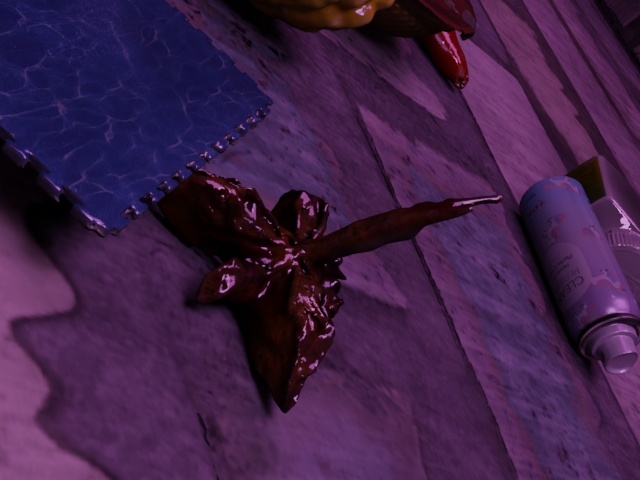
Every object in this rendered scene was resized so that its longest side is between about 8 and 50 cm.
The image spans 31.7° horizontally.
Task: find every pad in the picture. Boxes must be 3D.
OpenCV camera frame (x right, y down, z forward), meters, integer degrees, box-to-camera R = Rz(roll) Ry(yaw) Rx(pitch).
[{"bbox_3d":[-0.156,-0.132,0.605,0.269,0.012,0.269,43,24,-4],"label":"pad"}]

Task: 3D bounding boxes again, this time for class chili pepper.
[{"bbox_3d":[0.117,-0.300,1.351,0.071,0.063,0.272,4,55,-45],"label":"chili pepper"}]

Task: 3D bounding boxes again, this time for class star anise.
[{"bbox_3d":[0.003,-0.004,0.626,0.140,0.144,0.158,-7,64,-55],"label":"star anise"}]

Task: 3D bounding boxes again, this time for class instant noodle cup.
[{"bbox_3d":[0.045,-0.294,1.160,0.274,0.091,0.274,42,26,-25],"label":"instant noodle cup"}]

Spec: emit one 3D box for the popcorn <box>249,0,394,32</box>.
[{"bbox_3d":[-0.027,-0.265,0.916,0.203,0.226,0.200,117,-18,-75],"label":"popcorn"}]

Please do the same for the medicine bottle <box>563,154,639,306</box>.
[{"bbox_3d":[0.341,-0.002,1.324,0.132,0.088,0.188,47,24,-16],"label":"medicine bottle"}]

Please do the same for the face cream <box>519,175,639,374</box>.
[{"bbox_3d":[0.271,0.036,1.156,0.075,0.075,0.229,34,29,-39],"label":"face cream"}]
